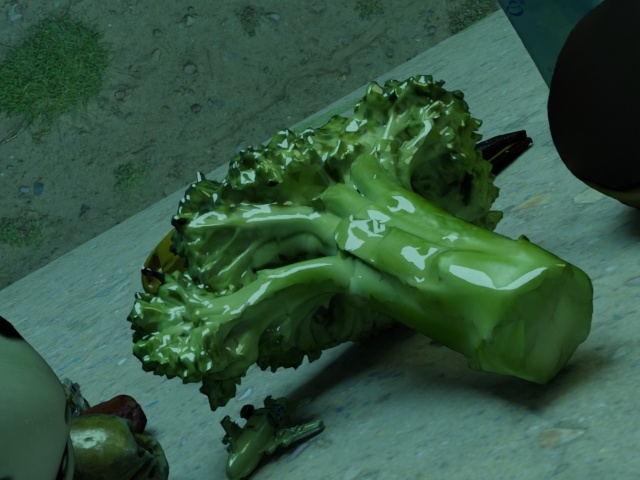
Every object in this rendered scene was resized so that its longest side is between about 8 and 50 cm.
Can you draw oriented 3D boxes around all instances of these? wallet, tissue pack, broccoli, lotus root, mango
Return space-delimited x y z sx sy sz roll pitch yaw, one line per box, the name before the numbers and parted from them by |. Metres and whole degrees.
wallet | 0.136 -0.082 1.493 0.262 0.071 0.221 -29 9 -40
tissue pack | 0.338 -0.284 1.393 0.089 0.263 0.177 -40 16 -34
broccoli | 0.075 -0.006 0.947 0.397 0.275 0.353 -17 48 40
lotus root | -0.224 0.212 0.963 0.192 0.113 0.088 -21 49 24
mango | -0.160 0.012 1.620 0.262 0.130 0.167 -31 8 12

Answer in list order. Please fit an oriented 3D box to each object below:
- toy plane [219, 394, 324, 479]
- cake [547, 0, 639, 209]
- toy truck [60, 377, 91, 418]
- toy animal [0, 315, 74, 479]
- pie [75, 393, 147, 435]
toy plane | -0.052 0.164 0.929 0.102 0.040 0.111 -8 19 32
cake | 0.328 -0.119 0.980 0.178 0.185 0.207 8 -34 -35
toy truck | -0.314 0.205 1.300 0.052 0.063 0.123 -29 12 0
toy animal | -0.316 0.187 0.803 0.310 0.251 0.251 -50 2 26
pie | -0.259 0.225 1.124 0.182 0.049 0.182 -32 8 5
